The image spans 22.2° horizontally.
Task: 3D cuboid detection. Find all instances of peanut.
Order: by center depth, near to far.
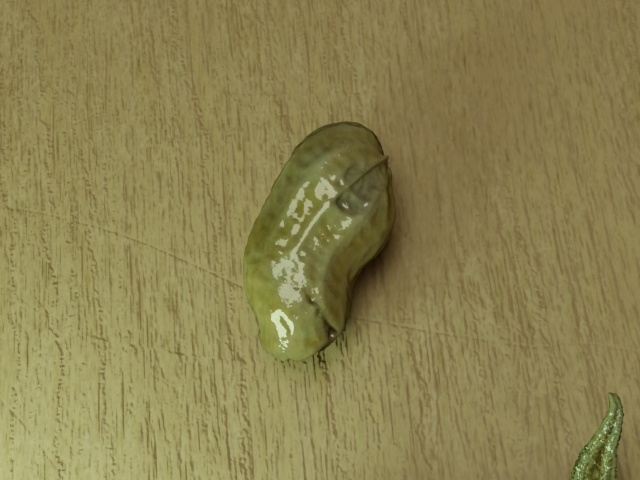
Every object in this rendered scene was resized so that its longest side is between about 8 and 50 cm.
[{"bbox_3d":[-0.005,-0.003,2.191,0.174,0.158,0.340,31,78,-5],"label":"peanut"}]

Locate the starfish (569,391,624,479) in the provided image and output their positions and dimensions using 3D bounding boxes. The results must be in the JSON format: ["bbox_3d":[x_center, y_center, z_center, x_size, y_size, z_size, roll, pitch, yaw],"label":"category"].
[{"bbox_3d":[0.310,0.390,1.946,0.347,0.078,0.358,-24,76,15],"label":"starfish"}]
